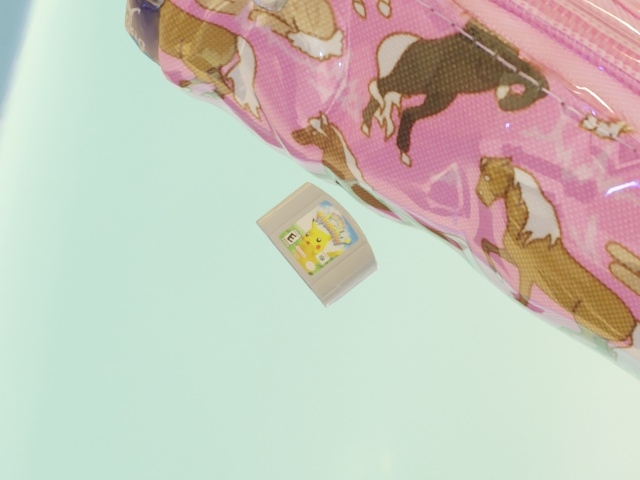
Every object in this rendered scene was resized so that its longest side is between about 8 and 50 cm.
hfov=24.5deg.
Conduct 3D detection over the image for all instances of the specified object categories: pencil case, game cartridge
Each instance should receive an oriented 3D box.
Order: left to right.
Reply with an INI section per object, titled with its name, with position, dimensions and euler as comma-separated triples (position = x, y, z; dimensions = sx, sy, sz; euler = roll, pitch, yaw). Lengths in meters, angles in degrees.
[game cartridge]
position = 0.000, 0.000, 1.035
dimensions = 0.056, 0.083, 0.017
euler = -37, 159, -9
[pencil case]
position = 0.123, -0.019, 0.478
dimensions = 0.167, 0.386, 0.160
euler = -36, 157, -47
